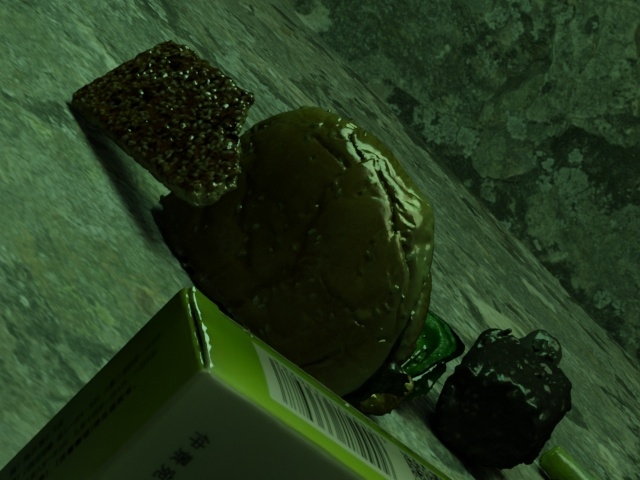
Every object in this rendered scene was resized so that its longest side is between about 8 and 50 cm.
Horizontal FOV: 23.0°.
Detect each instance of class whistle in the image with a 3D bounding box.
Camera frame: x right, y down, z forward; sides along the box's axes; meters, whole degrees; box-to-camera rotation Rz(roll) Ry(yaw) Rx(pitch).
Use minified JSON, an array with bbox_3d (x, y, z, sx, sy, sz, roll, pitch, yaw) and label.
[{"bbox_3d":[0.348,0.325,1.911,0.198,0.057,0.104,48,12,5],"label":"whistle"}]

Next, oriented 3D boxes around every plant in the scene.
[{"bbox_3d":[0.207,0.174,1.748,0.131,0.142,0.203,33,13,18],"label":"plant"}]

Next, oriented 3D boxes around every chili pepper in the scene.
[{"bbox_3d":[0.086,0.102,1.758,0.122,0.065,0.279,17,19,-24],"label":"chili pepper"}]

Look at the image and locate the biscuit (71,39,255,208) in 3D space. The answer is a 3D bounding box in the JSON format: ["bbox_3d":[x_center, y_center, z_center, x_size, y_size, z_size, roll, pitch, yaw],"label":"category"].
[{"bbox_3d":[-0.132,-0.119,1.507,0.237,0.131,0.026,38,-26,42],"label":"biscuit"}]

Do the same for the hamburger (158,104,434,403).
[{"bbox_3d":[0.000,0.000,1.471,0.309,0.211,0.132,51,8,27],"label":"hamburger"}]

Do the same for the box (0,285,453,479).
[{"bbox_3d":[-0.069,0.162,0.593,0.175,0.260,0.062,39,15,-27],"label":"box"}]

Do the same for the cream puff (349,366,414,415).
[{"bbox_3d":[0.046,0.141,1.528,0.083,0.083,0.058,44,51,-65],"label":"cream puff"}]
